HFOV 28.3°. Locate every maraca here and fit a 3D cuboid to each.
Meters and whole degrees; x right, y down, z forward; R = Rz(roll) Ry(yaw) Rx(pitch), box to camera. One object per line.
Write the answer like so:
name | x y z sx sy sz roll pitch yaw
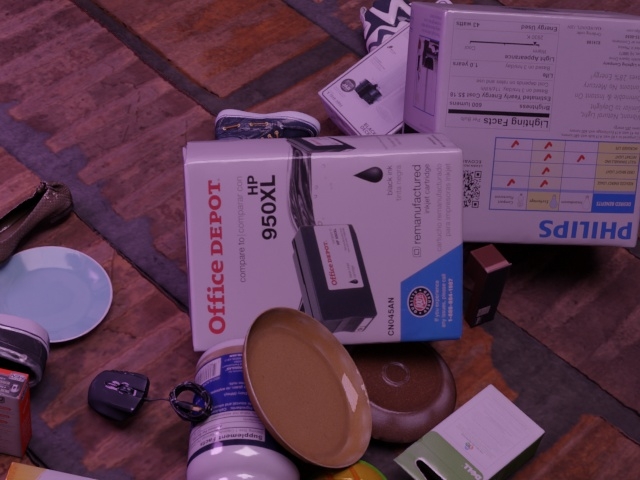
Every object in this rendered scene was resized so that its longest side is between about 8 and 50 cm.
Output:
maraca | 0.019 0.377 1.685 0.127 0.099 0.186 32 73 13

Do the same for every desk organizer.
desk organizer | 0.252 0.071 1.981 0.047 0.130 0.050 -19 51 -25

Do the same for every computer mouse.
computer mouse | -0.239 0.212 1.735 0.242 0.041 0.071 -1 53 40

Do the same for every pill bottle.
pill bottle | -0.102 0.277 1.711 0.153 0.153 0.265 6 48 -6

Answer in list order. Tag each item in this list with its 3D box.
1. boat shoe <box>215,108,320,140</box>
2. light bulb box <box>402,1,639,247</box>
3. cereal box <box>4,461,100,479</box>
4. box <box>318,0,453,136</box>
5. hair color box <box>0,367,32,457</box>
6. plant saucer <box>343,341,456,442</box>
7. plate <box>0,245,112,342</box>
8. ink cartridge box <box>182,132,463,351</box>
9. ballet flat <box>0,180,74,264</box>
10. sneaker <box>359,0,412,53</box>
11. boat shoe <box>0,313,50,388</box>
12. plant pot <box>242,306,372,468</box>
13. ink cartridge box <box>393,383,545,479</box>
boat shoe | -0.093 -0.174 2.188 0.183 0.065 0.083 3 50 -1
light bulb box | 0.325 -0.190 2.043 0.357 0.361 0.225 2 13 -10
cereal box | -0.308 0.391 1.638 0.240 0.047 0.173 11 47 -1
box | 0.163 -0.275 2.226 0.290 0.087 0.169 -39 60 -5
hair color box | -0.427 0.229 1.699 0.072 0.141 0.043 13 47 1
plant saucer | 0.107 0.202 1.858 0.198 0.036 0.199 7 50 -8
plate | -0.409 0.085 1.914 0.188 0.024 0.188 6 48 -7
ink cartridge box | 0.000 0.000 1.848 0.394 0.286 0.166 -3 13 -5
ballet flat | -0.480 -0.022 1.960 0.084 0.058 0.250 15 41 35
sneaker | 0.182 -0.429 2.445 0.235 0.094 0.153 -18 62 -12
boat shoe | -0.536 0.157 1.765 0.306 0.113 0.105 13 32 -12
plant pot | -0.023 0.201 1.708 0.236 0.032 0.236 33 37 -30
ink cartridge box | 0.208 0.306 1.804 0.209 0.062 0.109 -31 60 -32
